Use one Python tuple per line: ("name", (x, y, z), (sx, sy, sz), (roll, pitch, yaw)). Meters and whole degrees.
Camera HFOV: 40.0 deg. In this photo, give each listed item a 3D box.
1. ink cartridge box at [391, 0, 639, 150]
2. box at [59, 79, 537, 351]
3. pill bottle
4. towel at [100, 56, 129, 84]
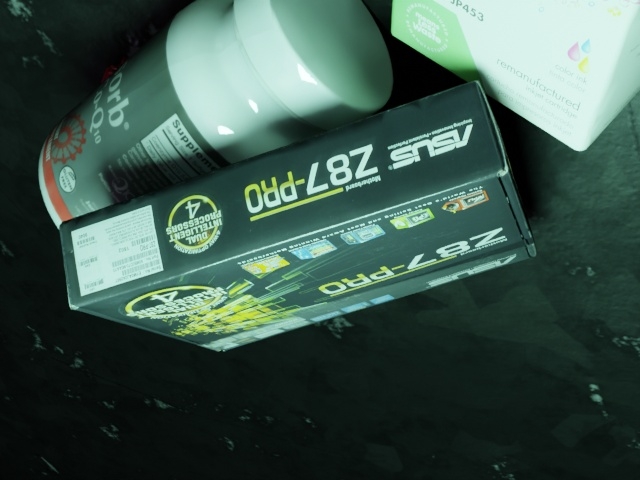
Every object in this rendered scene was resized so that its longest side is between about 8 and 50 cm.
("ink cartridge box", (0.164, -0.252, 0.600), (0.207, 0.119, 0.353), (37, 156, 23))
("box", (0.000, 0.000, 0.867), (0.395, 0.097, 0.318), (-18, 164, 13))
("pill bottle", (-0.114, -0.122, 0.913), (0.363, 0.210, 0.210), (-30, 116, 36))
("towel", (-0.172, -0.100, 1.135), (0.275, 0.031, 0.199), (32, 143, -7))
